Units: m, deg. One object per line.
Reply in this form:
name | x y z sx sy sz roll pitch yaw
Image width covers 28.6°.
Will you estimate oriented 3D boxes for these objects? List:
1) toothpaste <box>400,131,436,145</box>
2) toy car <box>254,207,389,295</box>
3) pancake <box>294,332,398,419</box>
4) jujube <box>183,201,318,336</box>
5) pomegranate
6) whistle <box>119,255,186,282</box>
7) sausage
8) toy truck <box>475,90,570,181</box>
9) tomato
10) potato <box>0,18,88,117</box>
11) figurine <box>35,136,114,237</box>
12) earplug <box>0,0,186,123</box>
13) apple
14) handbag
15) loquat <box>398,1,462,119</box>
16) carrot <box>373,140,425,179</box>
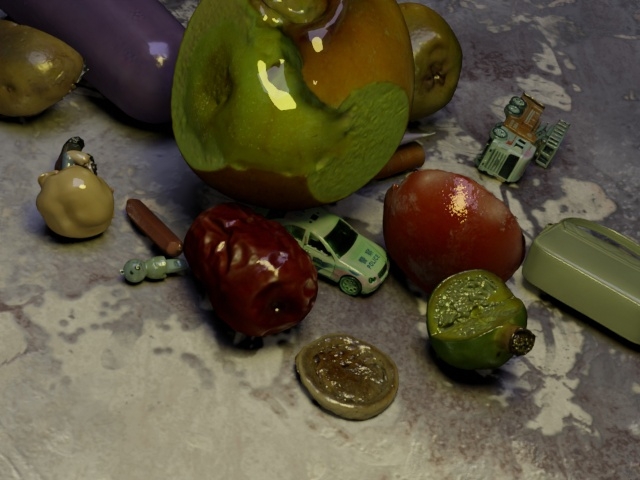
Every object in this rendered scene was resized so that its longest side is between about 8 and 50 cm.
toothpaste | 0.002 -0.144 2.050 0.371 0.080 0.125 -9 4 -23
toy car | 0.000 0.000 1.895 0.224 0.076 0.090 24 41 13
pancake | 0.036 0.185 1.738 0.151 0.025 0.152 8 43 -7
jujube | -0.105 0.035 1.779 0.155 0.155 0.230 -18 44 -30
pomegranate | 0.231 0.129 1.771 0.143 0.122 0.169 -30 49 -29
whistle | -0.243 0.040 1.820 0.100 0.035 0.035 -7 45 -22
sausage | -0.248 -0.018 1.872 0.030 0.035 0.147 19 18 -46
toy truck | 0.347 -0.167 2.164 0.115 0.080 0.178 31 43 6
tomato | 0.182 0.004 1.849 0.228 0.199 0.112 21 48 16
potato | -0.510 -0.279 2.024 0.243 0.098 0.138 12 67 31
figurine | -0.361 -0.082 1.886 0.108 0.114 0.196 -14 32 6
earplug | -0.366 -0.364 2.121 0.215 0.215 0.456 -27 58 -35
apple | -0.035 -0.241 1.836 0.374 0.374 0.384 20 48 8
handbag | 0.454 0.049 1.959 0.256 0.079 0.219 32 34 20
loquat | 0.130 -0.311 2.185 0.213 0.213 0.246 -17 24 -29
carrot | 0.106 -0.126 2.084 0.139 0.048 0.048 -19 50 -26
